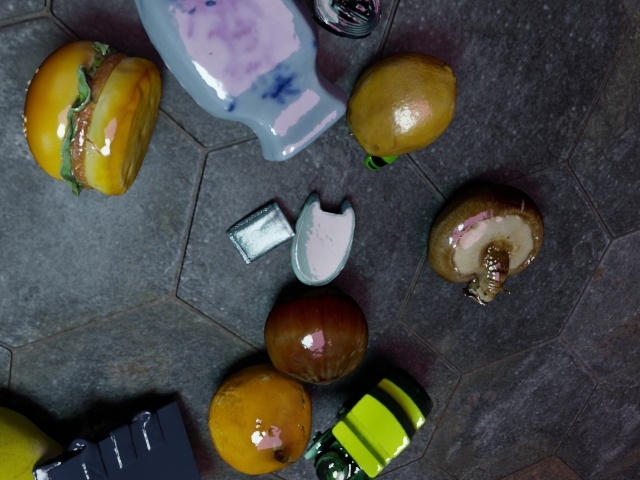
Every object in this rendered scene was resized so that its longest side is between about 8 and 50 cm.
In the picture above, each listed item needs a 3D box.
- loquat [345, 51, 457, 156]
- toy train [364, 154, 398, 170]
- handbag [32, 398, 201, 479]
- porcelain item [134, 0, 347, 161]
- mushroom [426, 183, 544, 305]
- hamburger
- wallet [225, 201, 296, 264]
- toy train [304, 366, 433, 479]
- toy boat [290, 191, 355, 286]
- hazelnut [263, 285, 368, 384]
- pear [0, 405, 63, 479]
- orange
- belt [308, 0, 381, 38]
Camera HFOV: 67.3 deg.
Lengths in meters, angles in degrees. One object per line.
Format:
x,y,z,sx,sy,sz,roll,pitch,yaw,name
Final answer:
0.147,-0.254,0.910,0.234,0.187,0.176,-25,129,31,loquat
0.177,-0.228,1.017,0.044,0.042,0.209,37,99,-28,toy train
-0.409,0.536,1.020,0.122,0.303,0.329,-16,92,35,handbag
-0.139,-0.337,0.784,0.242,0.178,0.405,-39,118,3,porcelain item
0.386,0.002,1.133,0.297,0.163,0.278,5,104,-20,mushroom
-0.359,-0.193,0.747,0.170,0.246,0.246,18,108,-10,hamburger
-0.126,-0.017,1.016,0.129,0.026,0.088,-31,102,8,wallet
0.134,0.447,1.157,0.272,0.179,0.442,-48,162,9,toy train
0.000,0.000,1.061,0.134,0.079,0.208,8,101,-19,toy boat
0.003,0.212,1.071,0.251,0.217,0.217,13,111,-45,hazelnut
-0.685,0.470,0.963,0.285,0.285,0.336,-26,164,-5,pear
-0.130,0.407,1.104,0.246,0.246,0.246,-7,117,-15,orange
0.045,-0.426,0.869,0.140,0.058,0.105,14,106,-23,belt
